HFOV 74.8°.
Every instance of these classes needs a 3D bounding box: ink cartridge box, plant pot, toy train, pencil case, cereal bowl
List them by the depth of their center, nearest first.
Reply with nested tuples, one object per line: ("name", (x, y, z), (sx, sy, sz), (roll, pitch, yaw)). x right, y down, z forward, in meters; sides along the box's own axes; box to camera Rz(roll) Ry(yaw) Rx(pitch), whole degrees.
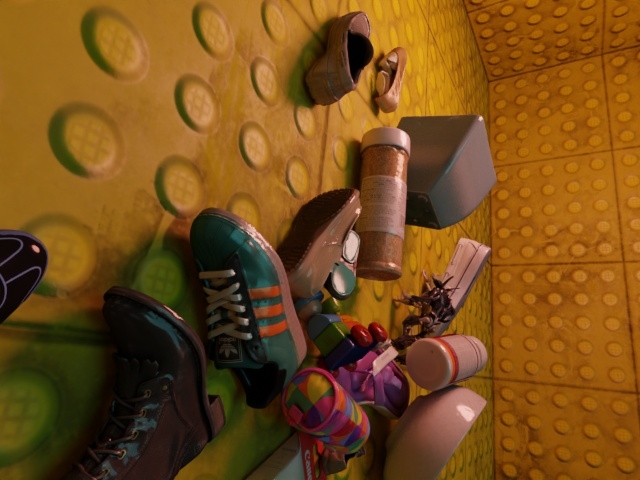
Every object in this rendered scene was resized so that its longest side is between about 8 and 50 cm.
("pencil case", (0.016, 0.299, 0.710), (0.236, 0.105, 0.104), (62, 37, -49))
("ink cartridge box", (-0.031, 0.429, 0.711), (0.225, 0.056, 0.180), (-14, 98, -57))
("toy train", (0.051, 0.167, 0.815), (0.143, 0.105, 0.248), (48, 14, 23))
("cereal bowl", (0.263, 0.494, 1.042), (0.339, 0.141, 0.338), (-38, 148, -30))
("plant pot", (0.311, -0.172, 1.178), (0.252, 0.247, 0.247), (-55, 134, -23))

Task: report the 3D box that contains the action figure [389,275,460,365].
("action figure", (0.281, 0.206, 1.176), (0.275, 0.141, 0.164), (-48, 126, -30))

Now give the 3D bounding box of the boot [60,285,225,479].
("boot", (-0.205, 0.204, 0.412), (0.229, 0.091, 0.262), (-50, 130, -50))

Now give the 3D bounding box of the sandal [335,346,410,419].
("sandal", (0.143, 0.308, 0.962), (0.416, 0.102, 0.169), (43, 51, -48))

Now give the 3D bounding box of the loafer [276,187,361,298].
("loafer", (0.000, 0.000, 0.777), (0.268, 0.102, 0.092), (-53, 132, -35))

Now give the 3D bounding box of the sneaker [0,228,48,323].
("sneaker", (-0.286, 0.067, 0.293), (0.232, 0.091, 0.081), (-55, 132, -46))

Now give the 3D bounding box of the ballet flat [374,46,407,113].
("ballet flat", (0.194, -0.467, 1.171), (0.073, 0.080, 0.232), (27, 61, -38))

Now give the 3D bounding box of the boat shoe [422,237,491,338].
("boat shoe", (0.410, 0.151, 1.404), (0.366, 0.157, 0.136), (-61, 151, 2))

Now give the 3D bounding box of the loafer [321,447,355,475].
("loafer", (0.049, 0.407, 0.837), (0.148, 0.050, 0.056), (-46, 125, -61))

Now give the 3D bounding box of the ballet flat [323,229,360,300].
("ballet flat", (0.036, 0.058, 0.838), (0.203, 0.074, 0.074), (-71, 143, -52))

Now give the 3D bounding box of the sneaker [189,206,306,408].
("sneaker", (-0.105, 0.105, 0.573), (0.121, 0.108, 0.302), (-59, 136, -50))

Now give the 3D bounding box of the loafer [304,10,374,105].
("loafer", (0.068, -0.408, 0.914), (0.112, 0.112, 0.319), (55, 43, -41))

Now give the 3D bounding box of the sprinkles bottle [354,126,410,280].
("sprinkles bottle", (0.144, -0.088, 0.994), (0.121, 0.121, 0.354), (31, 61, -54))

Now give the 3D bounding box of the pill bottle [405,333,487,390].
("pill bottle", (0.323, 0.298, 1.053), (0.221, 0.121, 0.121), (6, 81, -45))
